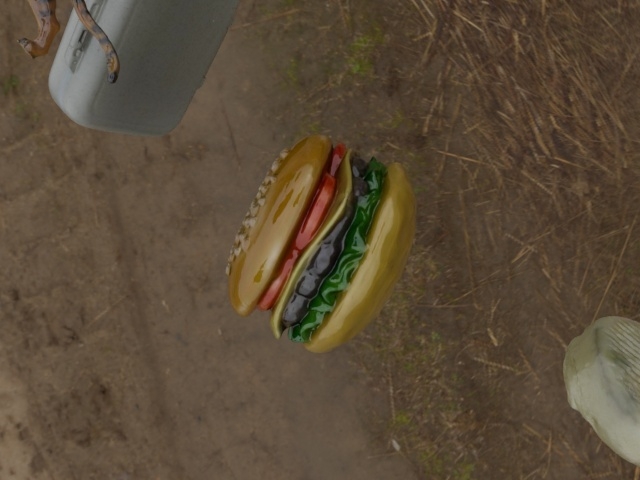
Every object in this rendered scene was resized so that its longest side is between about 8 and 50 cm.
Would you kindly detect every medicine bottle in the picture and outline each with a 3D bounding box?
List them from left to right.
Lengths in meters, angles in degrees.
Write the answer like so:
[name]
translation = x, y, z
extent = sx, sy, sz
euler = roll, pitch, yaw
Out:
[medicine bottle]
translation = -0.279, -0.354, 1.064
extent = 0.123, 0.282, 0.375
euler = 40, 111, 26

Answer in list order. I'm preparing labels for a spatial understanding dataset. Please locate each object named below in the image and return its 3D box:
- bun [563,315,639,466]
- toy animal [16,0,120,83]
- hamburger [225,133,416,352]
[bun]
translation = 0.441, 0.219, 0.924
extent = 0.210, 0.237, 0.116
euler = 27, 132, -10
[toy animal]
translation = -0.250, -0.250, 0.545
extent = 0.116, 0.255, 0.114
euler = -38, 29, -7
[hamburger]
translation = 0.000, 0.000, 0.471
extent = 0.115, 0.162, 0.162
euler = 26, 112, -8
